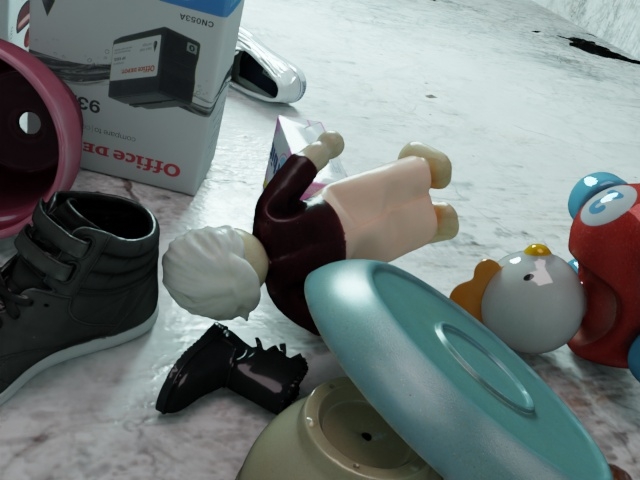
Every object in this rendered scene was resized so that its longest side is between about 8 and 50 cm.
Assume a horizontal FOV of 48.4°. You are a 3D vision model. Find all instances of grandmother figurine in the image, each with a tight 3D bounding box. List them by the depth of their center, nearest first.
[{"bbox_3d":[0.000,0.000,0.716,0.342,0.207,0.104,-17,5,-39],"label":"grandmother figurine"}]

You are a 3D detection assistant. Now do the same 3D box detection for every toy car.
[{"bbox_3d":[0.259,0.044,0.769,0.238,0.210,0.219,-2,23,-7],"label":"toy car"}]

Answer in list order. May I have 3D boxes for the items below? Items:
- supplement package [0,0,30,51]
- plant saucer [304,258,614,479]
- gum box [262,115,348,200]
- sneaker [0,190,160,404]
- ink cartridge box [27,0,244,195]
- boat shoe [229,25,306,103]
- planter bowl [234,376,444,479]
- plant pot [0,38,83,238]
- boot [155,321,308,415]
[{"bbox_3d":[-0.475,-0.365,0.983,0.149,0.194,0.203,11,32,-11],"label":"supplement package"},{"bbox_3d":[0.124,0.115,0.586,0.318,0.043,0.317,37,13,-10],"label":"plant saucer"},{"bbox_3d":[-0.020,-0.064,0.879,0.062,0.107,0.188,5,32,-17],"label":"gum box"},{"bbox_3d":[-0.248,0.043,0.562,0.105,0.146,0.296,36,37,26],"label":"sneaker"},{"bbox_3d":[-0.223,-0.234,0.865,0.223,0.307,0.129,14,33,-4],"label":"ink cartridge box"},{"bbox_3d":[-0.144,-0.317,1.244,0.258,0.095,0.084,29,29,23],"label":"boat shoe"},{"bbox_3d":[0.022,0.170,0.521,0.162,0.109,0.162,12,30,-7],"label":"planter bowl"},{"bbox_3d":[-0.341,-0.116,0.752,0.201,0.201,0.180,13,15,-5],"label":"plant pot"},{"bbox_3d":[-0.072,0.124,0.617,0.099,0.045,0.121,25,31,9],"label":"boot"}]
